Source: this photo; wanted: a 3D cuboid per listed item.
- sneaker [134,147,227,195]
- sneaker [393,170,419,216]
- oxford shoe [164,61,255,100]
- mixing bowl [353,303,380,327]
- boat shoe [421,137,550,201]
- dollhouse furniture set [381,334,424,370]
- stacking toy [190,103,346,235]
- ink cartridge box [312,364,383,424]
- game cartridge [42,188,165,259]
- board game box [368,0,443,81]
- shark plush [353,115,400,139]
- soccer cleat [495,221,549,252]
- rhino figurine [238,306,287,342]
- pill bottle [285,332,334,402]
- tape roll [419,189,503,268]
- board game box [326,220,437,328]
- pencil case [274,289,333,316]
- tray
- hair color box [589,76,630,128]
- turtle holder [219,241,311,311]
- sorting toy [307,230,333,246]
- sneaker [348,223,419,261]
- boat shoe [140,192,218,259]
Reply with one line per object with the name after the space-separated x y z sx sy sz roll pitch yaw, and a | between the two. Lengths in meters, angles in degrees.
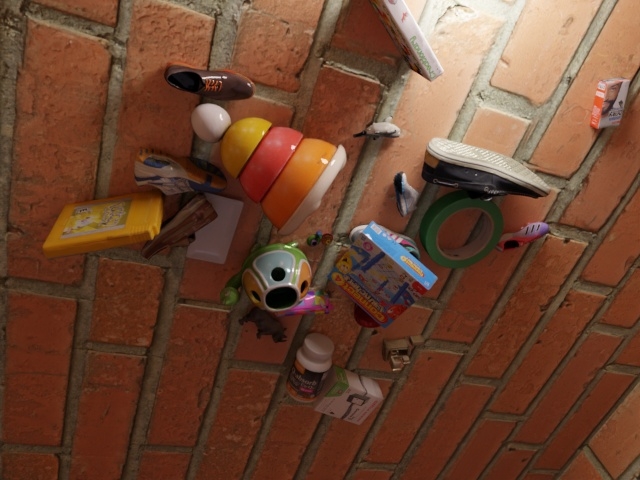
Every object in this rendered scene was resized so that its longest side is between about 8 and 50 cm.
-0.460 -0.204 1.616 0.296 0.112 0.131 16 128 -14 | sneaker
0.321 -0.181 1.816 0.082 0.071 0.191 -21 131 -6 | sneaker
-0.330 -0.464 1.476 0.271 0.098 0.097 4 120 -15 | oxford shoe
0.215 0.263 2.036 0.181 0.098 0.182 -5 121 -9 | mixing bowl
0.592 -0.230 1.778 0.500 0.187 0.156 12 123 -13 | boat shoe
0.385 0.521 2.191 0.181 0.161 0.101 -4 122 -9 | dollhouse furniture set
-0.191 -0.275 1.555 0.480 0.351 0.351 36 109 -8 | stacking toy
0.123 0.720 2.282 0.272 0.115 0.198 27 112 -25 | ink cartridge box
-0.661 -0.063 1.537 0.323 0.285 0.053 -12 123 -5 | game cartridge
0.239 -0.623 1.449 0.053 0.193 0.305 -37 121 10 | board game box
0.195 -0.362 1.682 0.161 0.073 0.067 -19 153 -6 | shark plush
0.826 -0.008 2.007 0.248 0.095 0.083 -14 122 -4 | soccer cleat
-0.217 0.355 2.013 0.106 0.073 0.243 -36 123 14 | rhino figurine
-0.043 0.546 2.113 0.162 0.162 0.279 9 118 -17 | pill bottle
0.555 -0.041 1.940 0.321 0.077 0.321 -6 122 -10 | tape roll
0.216 0.134 1.812 0.308 0.086 0.302 41 136 7 | board game box
-0.073 0.252 1.967 0.236 0.104 0.104 -3 121 -10 | pencil case
-0.380 -0.044 1.761 0.145 0.030 0.270 14 117 -19 | tray
1.049 -0.499 1.784 0.093 0.053 0.167 -11 121 -5 | hair color box
-0.189 0.141 1.797 0.320 0.227 0.243 12 118 -19 | turtle holder
0.000 0.000 1.863 0.101 0.042 0.061 -14 123 -3 | sorting toy
0.258 0.043 1.864 0.295 0.178 0.124 14 117 -19 | sneaker
-0.484 -0.025 1.677 0.324 0.123 0.116 -36 110 21 | boat shoe
